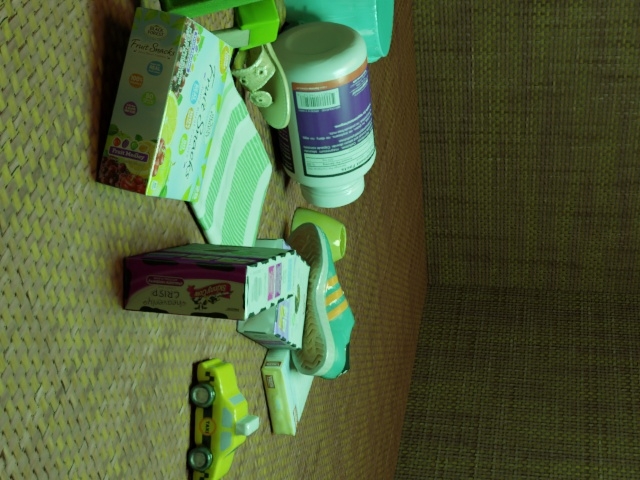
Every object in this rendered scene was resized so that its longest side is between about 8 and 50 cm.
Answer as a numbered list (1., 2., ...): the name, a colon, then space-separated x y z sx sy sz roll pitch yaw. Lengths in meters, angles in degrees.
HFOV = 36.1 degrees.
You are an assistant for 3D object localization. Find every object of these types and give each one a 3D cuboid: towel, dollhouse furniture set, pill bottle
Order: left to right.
1. dollhouse furniture set: -0.164 -0.415 1.295 0.197 0.151 0.301 122 -47 -79
2. towel: -0.141 -0.111 1.508 0.325 0.038 0.248 73 24 -56
3. pill bottle: 0.006 -0.226 1.811 0.181 0.181 0.323 -73 161 -48

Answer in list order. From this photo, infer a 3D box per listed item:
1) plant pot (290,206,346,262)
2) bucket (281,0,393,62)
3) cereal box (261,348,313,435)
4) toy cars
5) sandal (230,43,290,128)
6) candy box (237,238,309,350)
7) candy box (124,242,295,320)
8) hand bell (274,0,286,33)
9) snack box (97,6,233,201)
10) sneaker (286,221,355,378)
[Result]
1. plant pot: 0.000 0.000 2.017 0.134 0.095 0.134 2 90 -77
2. bucket: 0.037 -0.473 1.896 0.281 0.183 0.281 2 90 -77
3. cereal box: -0.055 0.237 1.924 0.240 0.047 0.173 -68 155 -53
4. toy cars: -0.158 0.351 1.401 0.176 0.087 0.393 77 20 -48
5. sandal: -0.115 -0.289 1.563 0.079 0.088 0.240 -22 111 -41
6. candy box: -0.080 0.100 1.740 0.196 0.070 0.165 50 43 -70
7. candy box: -0.137 0.050 1.283 0.233 0.159 0.071 -20 113 -76
8. hand bell: -0.079 -0.432 1.649 0.242 0.126 0.126 96 3 -64
9. snack box: -0.182 -0.156 1.179 0.174 0.070 0.207 7 98 -78
10. sneaker: -0.002 0.119 1.885 0.121 0.108 0.302 23 58 -54
